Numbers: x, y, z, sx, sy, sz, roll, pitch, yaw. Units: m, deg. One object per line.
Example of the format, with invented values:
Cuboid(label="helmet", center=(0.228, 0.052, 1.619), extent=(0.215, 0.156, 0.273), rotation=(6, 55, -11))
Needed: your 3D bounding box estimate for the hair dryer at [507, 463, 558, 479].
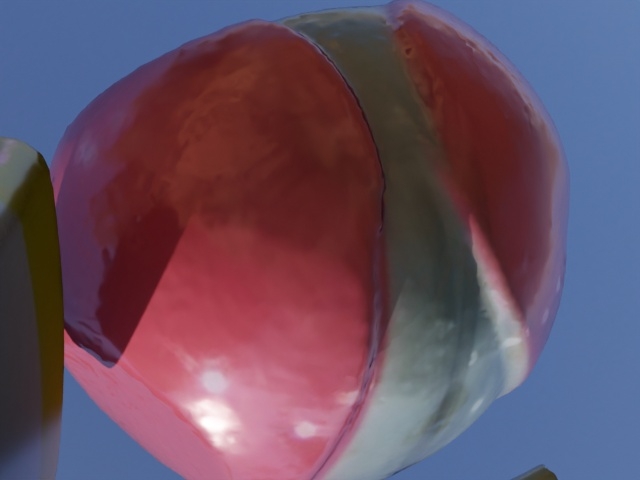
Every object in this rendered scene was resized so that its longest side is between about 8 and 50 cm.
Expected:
Cuboid(label="hair dryer", center=(0.222, 0.378, 1.310), extent=(0.219, 0.088, 0.225), rotation=(-41, -59, -14))

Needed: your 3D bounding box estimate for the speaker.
Cuboid(label="speaker", center=(0.000, 0.000, 0.588), extent=(0.294, 0.294, 0.294), rotation=(15, -119, -29))

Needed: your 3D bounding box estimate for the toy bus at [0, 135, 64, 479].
Cuboid(label="toy bus", center=(-0.211, 0.122, 0.271), extent=(0.249, 0.209, 0.440), rotation=(5, -157, -3))
